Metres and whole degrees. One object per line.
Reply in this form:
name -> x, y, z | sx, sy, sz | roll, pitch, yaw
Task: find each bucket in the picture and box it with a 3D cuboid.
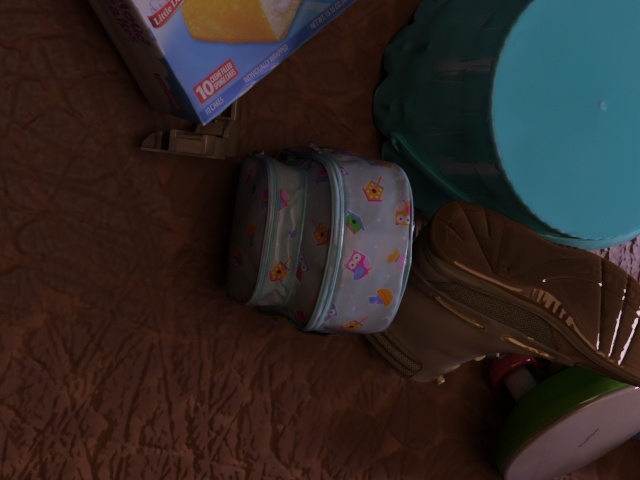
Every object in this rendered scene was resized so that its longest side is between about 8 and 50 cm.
bucket -> 0.211, -0.124, 1.245 | 0.281, 0.183, 0.281 | -3, 98, -24

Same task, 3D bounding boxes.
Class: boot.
boot -> 0.172, 0.082, 1.223 | 0.262, 0.203, 0.095 | 26, 56, -12

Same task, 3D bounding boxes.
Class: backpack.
backpack -> 0.000, 0.000, 1.152 | 0.144, 0.188, 0.165 | 8, 93, -27

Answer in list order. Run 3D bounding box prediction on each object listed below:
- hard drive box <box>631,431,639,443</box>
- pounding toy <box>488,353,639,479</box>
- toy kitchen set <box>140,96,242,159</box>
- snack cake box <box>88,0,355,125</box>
hard drive box -> 0.477, 0.186, 1.464 | 0.232, 0.089, 0.181 | 28, 83, -26
pounding toy -> 0.259, 0.137, 1.332 | 0.237, 0.110, 0.183 | -39, 150, 19
toy kitchen set -> -0.114, -0.110, 1.155 | 0.068, 0.083, 0.075 | 6, 94, 15
snack cake box -> -0.060, -0.239, 1.127 | 0.264, 0.089, 0.152 | -42, 125, -20
